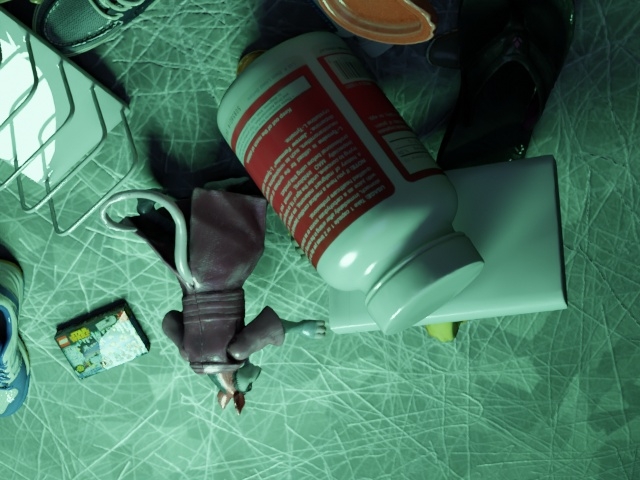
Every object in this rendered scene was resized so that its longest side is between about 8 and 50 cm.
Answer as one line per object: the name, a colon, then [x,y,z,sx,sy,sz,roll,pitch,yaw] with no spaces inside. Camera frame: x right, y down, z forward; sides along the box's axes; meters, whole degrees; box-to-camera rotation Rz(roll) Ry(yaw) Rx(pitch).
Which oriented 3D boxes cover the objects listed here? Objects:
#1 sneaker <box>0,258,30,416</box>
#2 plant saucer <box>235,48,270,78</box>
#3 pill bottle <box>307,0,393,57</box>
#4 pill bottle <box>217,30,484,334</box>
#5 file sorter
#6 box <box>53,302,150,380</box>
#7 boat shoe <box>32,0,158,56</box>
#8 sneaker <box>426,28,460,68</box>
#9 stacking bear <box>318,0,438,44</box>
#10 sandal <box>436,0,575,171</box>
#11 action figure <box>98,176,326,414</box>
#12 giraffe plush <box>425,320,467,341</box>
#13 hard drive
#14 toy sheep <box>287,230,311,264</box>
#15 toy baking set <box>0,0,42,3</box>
sneaker: [-0.551,0.183,1.942,0.111,0.131,0.297,1,116,-2]
plant saucer: [-0.089,-0.255,1.802,0.083,0.013,0.084,0,114,0]
pill bottle: [0.043,-0.362,1.699,0.112,0.112,0.187,-38,110,16]
pill bottle: [0.047,-0.079,1.667,0.229,0.229,0.408,-40,73,17]
file sorter: [-0.431,-0.167,1.704,0.193,0.173,0.277,-41,130,14]
box: [-0.372,0.173,1.992,0.137,0.027,0.094,-23,112,11]
boat shoe: [-0.292,-0.372,1.669,0.340,0.158,0.127,-39,109,16]
sneaker: [0.239,-0.283,1.760,0.157,0.065,0.061,-3,115,1]
stacking bear: [0.122,-0.424,1.594,0.164,0.289,0.175,-3,137,47]
sandal: [0.273,-0.212,1.705,0.167,0.107,0.446,1,132,-4]
action figure: [-0.159,0.090,1.812,0.248,0.275,0.370,-9,88,23]
giraffe plush: [0.151,0.057,1.874,0.170,0.210,0.182,17,101,22]
hard drive: [0.185,0.008,1.753,0.353,0.233,0.047,-8,157,20]
toy sheep: [0.000,0.000,1.879,0.132,0.091,0.091,35,110,-15]
toy baking set: [-0.446,-0.407,1.612,0.196,0.030,0.256,14,98,18]
